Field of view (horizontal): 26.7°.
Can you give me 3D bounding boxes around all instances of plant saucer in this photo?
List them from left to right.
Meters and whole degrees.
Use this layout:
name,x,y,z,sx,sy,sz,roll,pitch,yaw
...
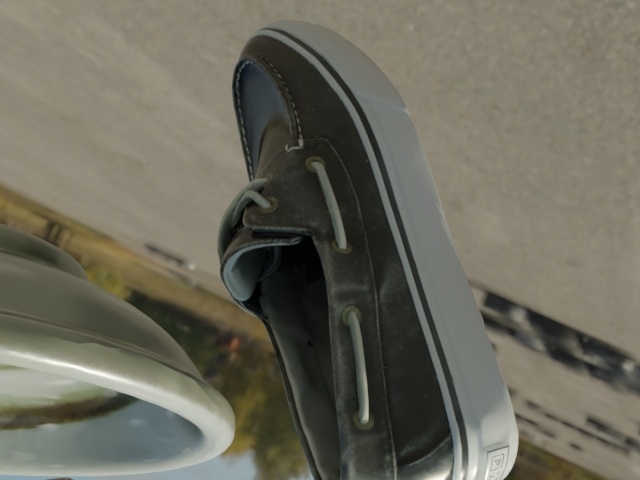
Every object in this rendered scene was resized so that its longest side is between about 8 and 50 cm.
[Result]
name,x,y,z,sx,sy,sz,roll,pitch,yaw
plant saucer,-0.246,0.056,0.781,0.400,0.101,0.400,3,162,1

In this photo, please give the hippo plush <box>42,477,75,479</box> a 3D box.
name,x,y,z,sx,sy,sz,roll,pitch,yaw
hippo plush,-0.216,0.256,0.626,0.234,0.237,0.294,-5,165,-35

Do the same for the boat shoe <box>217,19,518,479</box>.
name,x,y,z,sx,sy,sz,roll,pitch,yaw
boat shoe,0.000,0.000,0.781,0.119,0.121,0.335,-7,-126,-26
